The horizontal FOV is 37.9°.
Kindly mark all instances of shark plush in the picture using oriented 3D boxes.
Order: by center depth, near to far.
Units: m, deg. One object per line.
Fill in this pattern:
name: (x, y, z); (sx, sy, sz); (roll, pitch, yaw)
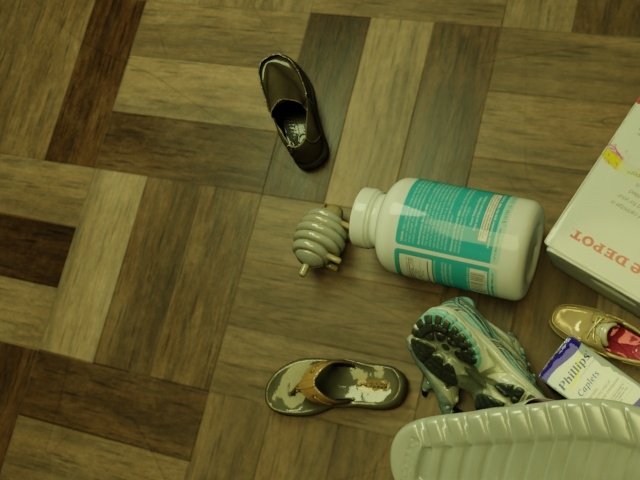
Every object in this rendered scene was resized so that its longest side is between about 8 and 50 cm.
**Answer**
shark plush: (0.174, 0.207, 1.355); (0.067, 0.073, 0.161); (-27, 81, 36)

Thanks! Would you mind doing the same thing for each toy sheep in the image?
toy sheep: (0.000, 0.000, 1.444); (0.091, 0.091, 0.132); (14, 61, 22)

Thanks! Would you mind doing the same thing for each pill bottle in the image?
pill bottle: (0.179, -0.010, 1.351); (0.264, 0.146, 0.146); (13, 79, 21)

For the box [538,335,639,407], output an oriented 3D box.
box: (0.370, 0.200, 1.234); (0.137, 0.126, 0.072); (37, 89, 24)

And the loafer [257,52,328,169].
loafer: (-0.048, -0.225, 1.529); (0.080, 0.078, 0.220); (-28, 68, 9)

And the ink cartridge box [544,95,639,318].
ink cartridge box: (0.482, -0.049, 1.269); (0.226, 0.131, 0.306); (34, 88, 24)

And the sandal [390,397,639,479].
sandal: (0.290, 0.271, 1.172); (0.416, 0.102, 0.170); (1, 92, 28)

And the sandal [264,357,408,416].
sandal: (0.018, 0.217, 1.384); (0.219, 0.060, 0.090); (0, 74, 19)

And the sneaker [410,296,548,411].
sneaker: (0.259, 0.187, 1.287); (0.283, 0.122, 0.110); (50, 131, 4)

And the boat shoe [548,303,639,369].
boat shoe: (0.396, 0.128, 1.284); (0.170, 0.059, 0.063); (21, 82, 23)
